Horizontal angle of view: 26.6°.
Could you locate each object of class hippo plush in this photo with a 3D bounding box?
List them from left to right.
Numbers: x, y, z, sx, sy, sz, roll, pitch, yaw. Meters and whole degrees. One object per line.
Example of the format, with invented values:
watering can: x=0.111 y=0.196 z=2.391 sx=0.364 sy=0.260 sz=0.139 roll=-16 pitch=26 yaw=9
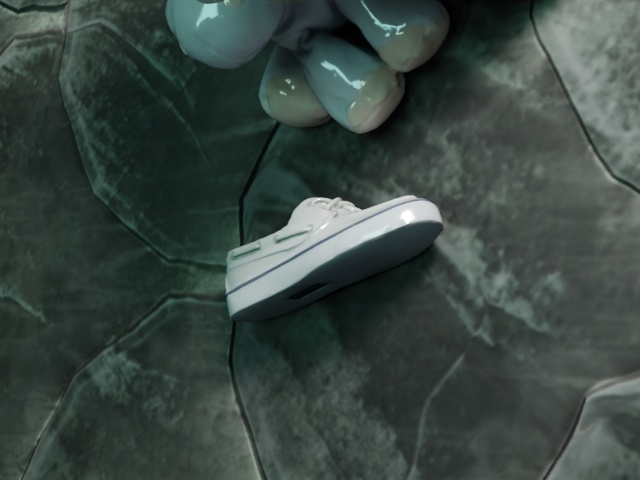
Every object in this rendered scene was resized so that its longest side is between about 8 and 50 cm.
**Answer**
hippo plush: x=-0.026 y=-0.259 z=1.280 sx=0.234 sy=0.237 sz=0.294 roll=-17 pitch=68 yaw=37

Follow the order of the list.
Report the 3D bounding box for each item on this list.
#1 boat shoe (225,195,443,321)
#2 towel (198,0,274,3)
boat shoe: x=0.000 y=0.000 z=1.288 sx=0.258 sy=0.095 sz=0.084 roll=-25 pitch=68 yaw=33
towel: x=0.024 y=-0.358 z=1.197 sx=0.090 sy=0.375 sz=0.320 roll=120 pitch=139 yaw=-55
